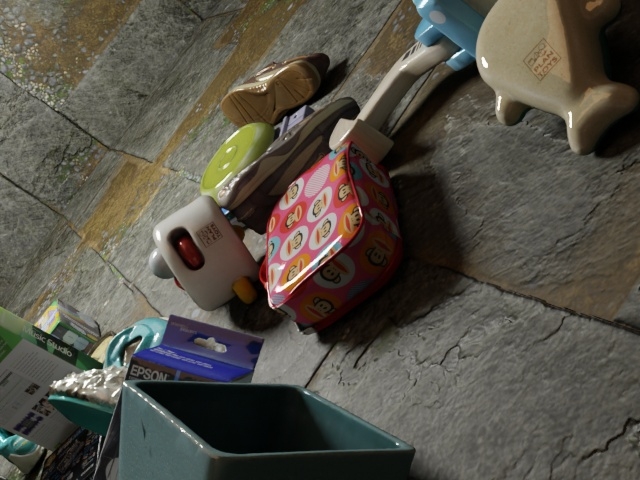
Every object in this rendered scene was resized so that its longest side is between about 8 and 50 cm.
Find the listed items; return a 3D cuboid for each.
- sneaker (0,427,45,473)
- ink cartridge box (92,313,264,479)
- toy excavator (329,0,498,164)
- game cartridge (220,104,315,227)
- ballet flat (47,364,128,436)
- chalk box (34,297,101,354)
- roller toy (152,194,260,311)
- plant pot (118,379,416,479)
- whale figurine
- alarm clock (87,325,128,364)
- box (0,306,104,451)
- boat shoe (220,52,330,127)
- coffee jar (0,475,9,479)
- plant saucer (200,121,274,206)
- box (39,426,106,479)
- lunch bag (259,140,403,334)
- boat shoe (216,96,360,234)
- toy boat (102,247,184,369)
[{"bbox_3d":[-0.706,0.431,1.878,0.107,0.110,0.275,-50,26,5],"label":"sneaker"},{"bbox_3d":[-0.198,0.265,1.033,0.165,0.065,0.333,9,77,26],"label":"ink cartridge box"},{"bbox_3d":[0.215,-0.348,1.313,0.433,0.222,0.445,-64,15,-22],"label":"toy excavator"},{"bbox_3d":[-0.153,-0.131,1.748,0.355,0.068,0.230,-32,29,35],"label":"game cartridge"},{"bbox_3d":[-0.211,0.253,1.172,0.408,0.147,0.147,12,62,26],"label":"ballet flat"},{"bbox_3d":[-0.627,0.259,1.939,0.132,0.132,0.213,-51,25,1],"label":"chalk box"},{"bbox_3d":[-0.204,0.021,1.472,0.146,0.191,0.209,-34,33,-4],"label":"roller toy"},{"bbox_3d":[-0.082,0.311,0.873,0.247,0.247,0.253,13,94,55],"label":"plant pot"},{"bbox_3d":[0.327,-0.229,1.053,0.216,0.141,0.272,-50,47,29],"label":"whale figurine"},{"bbox_3d":[-0.489,0.280,1.768,0.192,0.064,0.129,-35,32,27],"label":"alarm clock"},{"bbox_3d":[-0.595,0.296,1.630,0.232,0.322,0.058,-43,31,16],"label":"box"},{"bbox_3d":[-0.107,-0.368,1.917,0.342,0.123,0.123,-19,28,48],"label":"boat shoe"},{"bbox_3d":[-0.796,0.603,1.843,0.184,0.079,0.096,-27,36,41],"label":"coffee jar"},{"bbox_3d":[-0.196,-0.176,1.770,0.241,0.037,0.241,-38,30,26],"label":"plant saucer"},{"bbox_3d":[-0.475,0.447,1.554,0.220,0.051,0.175,-43,28,18],"label":"box"},{"bbox_3d":[0.000,0.000,1.270,0.258,0.120,0.293,-40,30,25],"label":"lunch bag"},{"bbox_3d":[-0.040,-0.140,1.506,0.355,0.130,0.132,-43,13,-25],"label":"boat shoe"},{"bbox_3d":[-0.329,0.171,1.553,0.267,0.148,0.318,-12,48,53],"label":"toy boat"}]
